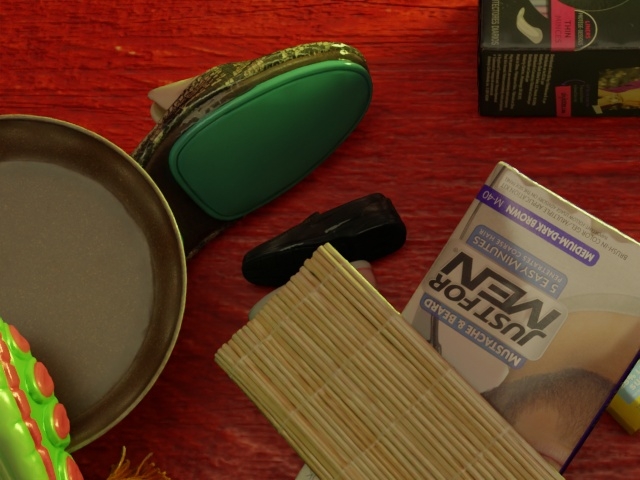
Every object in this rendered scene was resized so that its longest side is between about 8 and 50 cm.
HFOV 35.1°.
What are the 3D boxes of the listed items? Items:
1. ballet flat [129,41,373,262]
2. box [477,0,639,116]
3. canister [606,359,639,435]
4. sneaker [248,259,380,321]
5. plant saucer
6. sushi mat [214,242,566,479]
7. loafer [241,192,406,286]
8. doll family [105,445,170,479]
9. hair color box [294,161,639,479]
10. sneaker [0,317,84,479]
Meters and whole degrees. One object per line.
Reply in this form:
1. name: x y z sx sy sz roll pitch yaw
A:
1. ballet flat: -0.167 -0.052 1.026 0.483 0.164 0.182 -46 50 -9
2. box: 0.296 -0.227 1.027 0.271 0.143 0.165 1 70 7
3. canister: 0.274 0.081 0.949 0.126 0.073 0.170 -41 71 -8
4. sneaker: -0.001 0.074 0.998 0.134 0.051 0.070 -21 63 -5
5. plant saucer: -0.271 0.043 0.887 0.311 0.050 0.310 0 77 -2
6. sushi mat: 0.059 0.159 0.841 0.151 0.019 0.316 -47 71 7
7. loafer: 0.000 0.000 1.030 0.170 0.062 0.061 -15 46 -2
8. doll family: -0.220 0.242 0.900 0.263 0.163 0.118 3 70 9
9. hair color box: 0.148 0.124 0.882 0.185 0.110 0.338 33 95 18
10. sneaker: -0.254 0.285 0.739 0.202 0.185 0.482 -22 73 1
